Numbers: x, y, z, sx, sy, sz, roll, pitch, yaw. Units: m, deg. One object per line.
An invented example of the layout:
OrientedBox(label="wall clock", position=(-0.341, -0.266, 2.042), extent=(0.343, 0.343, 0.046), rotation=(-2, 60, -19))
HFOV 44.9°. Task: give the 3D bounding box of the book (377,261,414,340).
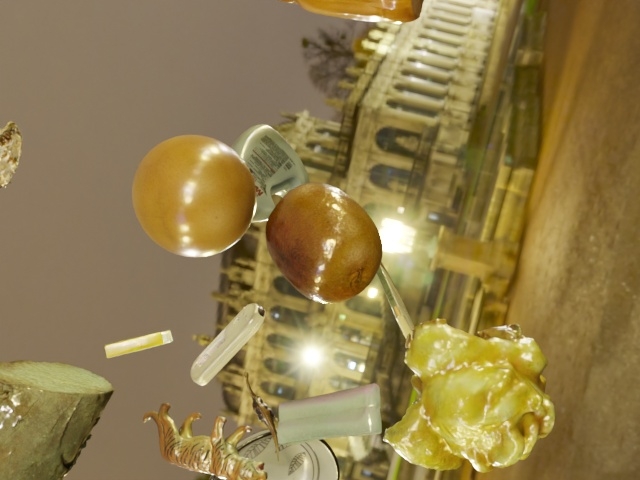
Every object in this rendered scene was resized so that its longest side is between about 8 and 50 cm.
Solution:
OrientedBox(label="book", position=(0.187, 0.160, 1.852), extent=(0.201, 0.026, 0.289), rotation=(60, -173, -33))

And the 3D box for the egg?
OrientedBox(label="egg", position=(-0.267, -0.096, 1.621), extent=(0.322, 0.250, 0.250), rotation=(32, 110, 64))

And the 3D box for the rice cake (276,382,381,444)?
OrientedBox(label="rice cake", position=(0.011, 0.296, 1.306), extent=(0.042, 0.222, 0.080), rotation=(16, -117, -44))

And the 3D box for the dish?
OrientedBox(label="dish", position=(-0.119, 0.536, 1.749), extent=(0.106, 0.317, 0.316), rotation=(-135, 54, -62))

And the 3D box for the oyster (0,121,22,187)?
OrientedBox(label="oyster", position=(-0.772, -0.206, 1.845), extent=(0.177, 0.106, 0.056), rotation=(-64, 23, 18))

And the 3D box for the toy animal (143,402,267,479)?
OrientedBox(label="toy animal", position=(-0.194, 0.336, 1.276), extent=(0.056, 0.241, 0.099), rotation=(63, -141, -62))

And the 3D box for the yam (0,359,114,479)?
OrientedBox(label="yam", position=(-0.398, 0.275, 0.937), extent=(0.304, 0.168, 0.168), rotation=(-60, -11, -12))

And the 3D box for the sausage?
OrientedBox(label="sausage", position=(0.035, -0.478, 1.486), extent=(0.112, 0.329, 0.112), rotation=(10, -90, -73))

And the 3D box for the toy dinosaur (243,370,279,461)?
OrientedBox(label="toy dinosaur", position=(-0.110, 0.338, 1.502), extent=(0.037, 0.180, 0.058), rotation=(-32, -11, -2))

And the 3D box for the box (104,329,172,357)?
OrientedBox(label="box", position=(-0.505, 0.287, 2.175), extent=(0.279, 0.153, 0.040), rotation=(136, 120, -82))

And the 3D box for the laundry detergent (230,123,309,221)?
OrientedBox(label="laundry detergent", position=(-0.197, -0.152, 2.226), extent=(0.125, 0.264, 0.397), rotation=(-32, 14, 39))

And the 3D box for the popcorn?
OrientedBox(label="popcorn", position=(0.283, 0.323, 1.481), extent=(0.326, 0.290, 0.321), rotation=(-30, -37, -24))

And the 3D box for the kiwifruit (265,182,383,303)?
OrientedBox(label="kiwifruit", position=(0.000, 0.000, 1.424), extent=(0.196, 0.234, 0.195), rotation=(-31, -38, -27))

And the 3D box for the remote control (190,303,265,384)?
OrientedBox(label="remote control", position=(-0.199, 0.218, 1.639), extent=(0.221, 0.042, 0.078), rotation=(-48, 22, 14))
